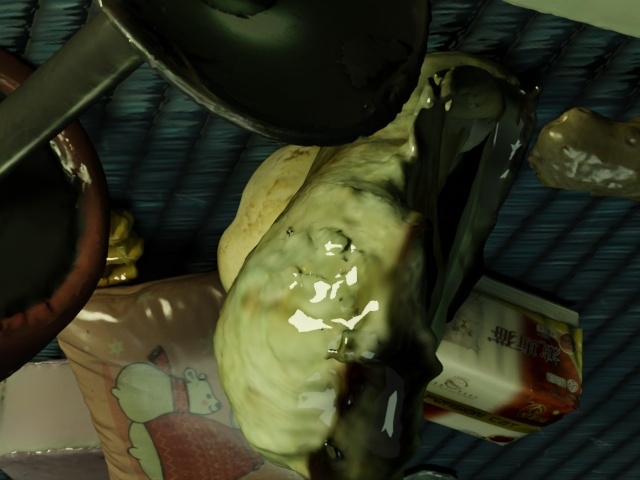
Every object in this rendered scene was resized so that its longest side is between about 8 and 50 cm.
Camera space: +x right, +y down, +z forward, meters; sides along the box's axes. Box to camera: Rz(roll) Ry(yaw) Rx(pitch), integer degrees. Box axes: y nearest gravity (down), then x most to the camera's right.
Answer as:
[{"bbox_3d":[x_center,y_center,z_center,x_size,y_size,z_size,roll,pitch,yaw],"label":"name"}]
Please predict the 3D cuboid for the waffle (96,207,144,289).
[{"bbox_3d":[-0.227,0.000,1.117,0.191,0.038,0.191,4,148,2],"label":"waffle"}]

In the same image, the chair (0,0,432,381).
[{"bbox_3d":[-0.151,-0.073,0.812,0.226,0.226,0.401,25,142,-30],"label":"chair"}]

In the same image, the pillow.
[{"bbox_3d":[-0.087,0.122,1.157,0.223,0.084,0.236,-8,118,11],"label":"pillow"}]

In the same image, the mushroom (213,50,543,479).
[{"bbox_3d":[0.031,-0.001,0.829,0.130,0.344,0.247,16,126,9],"label":"mushroom"}]

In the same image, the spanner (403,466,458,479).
[{"bbox_3d":[-0.007,0.256,1.525,0.302,0.017,0.071,-4,147,13],"label":"spanner"}]

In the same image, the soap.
[{"bbox_3d":[-0.113,0.209,1.379,0.296,0.107,0.285,-3,147,14],"label":"soap"}]

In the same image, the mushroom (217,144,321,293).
[{"bbox_3d":[0.000,0.000,1.019,0.148,0.148,0.112,32,179,-37],"label":"mushroom"}]

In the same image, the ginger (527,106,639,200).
[{"bbox_3d":[0.248,-0.093,0.874,0.259,0.065,0.149,-10,143,3],"label":"ginger"}]

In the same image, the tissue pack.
[{"bbox_3d":[0.115,0.090,1.163,0.149,0.099,0.106,20,145,-25],"label":"tissue pack"}]

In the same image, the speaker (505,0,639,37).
[{"bbox_3d":[0.234,-0.179,0.645,0.406,0.183,0.184,12,153,-12],"label":"speaker"}]
